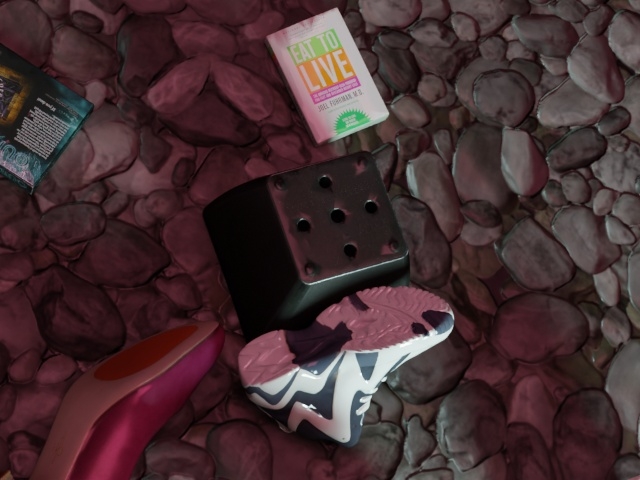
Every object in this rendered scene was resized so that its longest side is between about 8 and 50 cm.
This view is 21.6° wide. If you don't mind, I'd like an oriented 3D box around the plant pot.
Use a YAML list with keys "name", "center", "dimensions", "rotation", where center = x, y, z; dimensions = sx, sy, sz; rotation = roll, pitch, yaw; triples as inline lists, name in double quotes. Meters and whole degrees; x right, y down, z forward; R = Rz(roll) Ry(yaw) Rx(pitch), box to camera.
- name: "plant pot"
  center: [0.000, 0.000, 1.840]
  dimensions: [0.188, 0.167, 0.188]
  rotation: [-15, 76, -20]

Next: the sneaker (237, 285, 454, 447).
- name: "sneaker"
  center: [0.042, 0.145, 1.807]
  dimensions: [0.235, 0.153, 0.094]
  rotation: [-24, 46, 0]

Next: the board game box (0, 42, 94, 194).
- name: "board game box"
  center: [-0.364, -0.152, 1.873]
  dimensions: [0.186, 0.026, 0.126]
  rotation: [34, 67, -2]

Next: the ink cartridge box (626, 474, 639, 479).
- name: "ink cartridge box"
  center: [0.348, 0.382, 1.777]
  dimensions: [0.168, 0.171, 0.233]
  rotation: [-15, 67, -24]

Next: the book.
- name: "book"
  center: [0.006, -0.191, 1.982]
  dimensions: [0.096, 0.035, 0.144]
  rotation: [-23, 80, -17]

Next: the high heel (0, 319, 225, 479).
- name: "high heel"
  center: [-0.216, 0.244, 1.757]
  dimensions: [0.377, 0.127, 0.181]
  rotation: [-38, 113, -27]
